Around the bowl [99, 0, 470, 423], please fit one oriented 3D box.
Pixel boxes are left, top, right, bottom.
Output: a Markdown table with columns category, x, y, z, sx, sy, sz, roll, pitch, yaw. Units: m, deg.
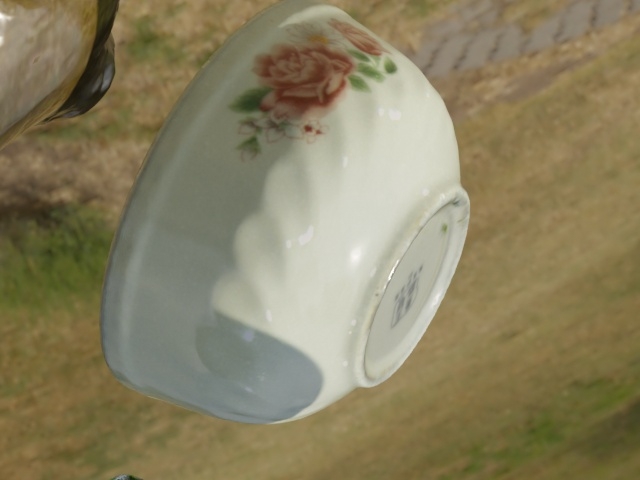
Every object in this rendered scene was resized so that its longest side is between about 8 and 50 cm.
| category | x | y | z | sx | sy | sz | roll | pitch | yaw |
| --- | --- | --- | --- | --- | --- | --- | --- | --- | --- |
| bowl | 0.000 | 0.000 | 0.927 | 0.277 | 0.145 | 0.277 | -51 | 155 | -34 |

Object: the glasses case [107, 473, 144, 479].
| category | x | y | z | sx | sy | sz | roll | pitch | yaw |
| --- | --- | --- | --- | --- | --- | --- | --- | --- | --- |
| glasses case | -0.113 | 0.274 | 0.847 | 0.062 | 0.095 | 0.272 | -25 | 133 | -59 |

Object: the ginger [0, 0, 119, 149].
| category | x | y | z | sx | sy | sz | roll | pitch | yaw |
| --- | --- | --- | --- | --- | --- | --- | --- | --- | --- |
| ginger | -0.153 | -0.044 | 0.524 | 0.333 | 0.080 | 0.166 | -49 | 164 | -55 |
